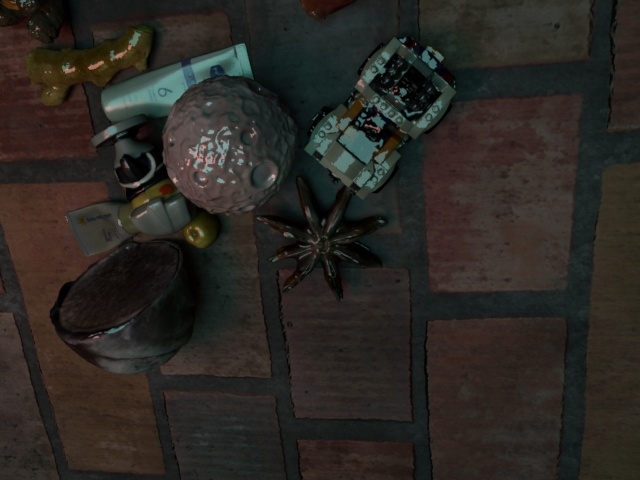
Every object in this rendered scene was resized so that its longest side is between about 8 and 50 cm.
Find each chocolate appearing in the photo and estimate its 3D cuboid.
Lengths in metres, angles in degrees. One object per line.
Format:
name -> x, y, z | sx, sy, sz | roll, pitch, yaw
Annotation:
chocolate -> -0.393, 0.166, 1.230 | 0.303, 0.303, 0.213 | -12, 124, 15

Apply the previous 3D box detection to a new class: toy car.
toy car -> 0.111, -0.234, 1.056 | 0.193, 0.118, 0.301 | 41, 109, -3

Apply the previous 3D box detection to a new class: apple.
apple -> -0.259, -0.025, 1.222 | 0.083, 0.071, 0.084 | 3, 110, 9

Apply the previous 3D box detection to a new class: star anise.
star anise -> -0.001, 0.000, 1.173 | 0.288, 0.088, 0.288 | -1, 102, -3

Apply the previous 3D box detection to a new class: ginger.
ginger -> -0.465, -0.364, 1.142 | 0.298, 0.065, 0.118 | -14, 120, 16

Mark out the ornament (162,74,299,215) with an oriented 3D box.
ornament -> -0.175, -0.179, 1.052 | 0.225, 0.259, 0.259 | 23, 114, -25

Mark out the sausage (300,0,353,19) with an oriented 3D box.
sausage -> 0.063, -0.488, 0.959 | 0.254, 0.148, 0.148 | -23, 104, 18

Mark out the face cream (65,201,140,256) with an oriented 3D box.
face cream -> -0.478, -0.032, 1.272 | 0.224, 0.070, 0.114 | -13, 107, 24

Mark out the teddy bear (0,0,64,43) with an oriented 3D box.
teddy bear -> -0.584, -0.484, 1.060 | 0.177, 0.190, 0.140 | 25, 83, 21

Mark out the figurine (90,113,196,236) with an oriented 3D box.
figurine -> -0.347, -0.123, 1.146 | 0.133, 0.176, 0.236 | -26, 101, 6

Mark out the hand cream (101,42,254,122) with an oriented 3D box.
hand cream -> -0.290, -0.307, 1.147 | 0.320, 0.067, 0.109 | -12, 106, 7
